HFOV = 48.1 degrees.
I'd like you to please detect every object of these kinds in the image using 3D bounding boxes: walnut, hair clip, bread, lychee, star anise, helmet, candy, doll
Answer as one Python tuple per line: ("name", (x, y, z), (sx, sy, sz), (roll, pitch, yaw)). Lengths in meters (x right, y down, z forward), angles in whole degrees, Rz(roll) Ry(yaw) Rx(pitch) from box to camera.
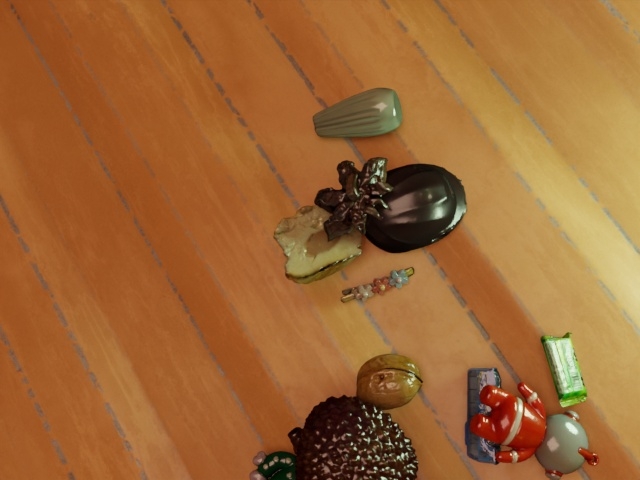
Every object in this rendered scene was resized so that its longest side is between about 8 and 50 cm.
("walnut", (0.176, 0.364, 1.855), (0.180, 0.144, 0.144), (-10, 78, 20))
("hair clip", (0.154, 0.124, 1.943), (0.213, 0.062, 0.056), (-18, 35, 11))
("bread", (0.002, -0.003, 1.915), (0.211, 0.224, 0.184), (-26, 82, 11))
("lychee", (0.073, 0.533, 1.737), (0.330, 0.306, 0.306), (15, 84, 12))
("star anise", (0.080, -0.119, 1.832), (0.214, 0.099, 0.220), (-10, 65, 22))
("helmet", (0.237, -0.102, 1.905), (0.305, 0.177, 0.225), (-29, 73, 8))
("candy", (0.607, 0.320, 1.788), (0.102, 0.032, 0.179), (-4, 73, -29))
("doll", (0.528, 0.468, 1.739), (0.336, 0.105, 0.200), (24, 73, -6))

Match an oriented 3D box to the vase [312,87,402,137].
("vase", (0.099, -0.347, 2.013), (0.247, 0.128, 0.128), (-10, 78, 20))

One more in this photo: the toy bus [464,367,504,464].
("toy bus", (0.416, 0.441, 1.817), (0.094, 0.079, 0.237), (-2, 79, 29))

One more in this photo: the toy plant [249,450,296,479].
("toy plant", (-0.078, 0.668, 1.871), (0.232, 0.112, 0.244), (9, 78, 4))
